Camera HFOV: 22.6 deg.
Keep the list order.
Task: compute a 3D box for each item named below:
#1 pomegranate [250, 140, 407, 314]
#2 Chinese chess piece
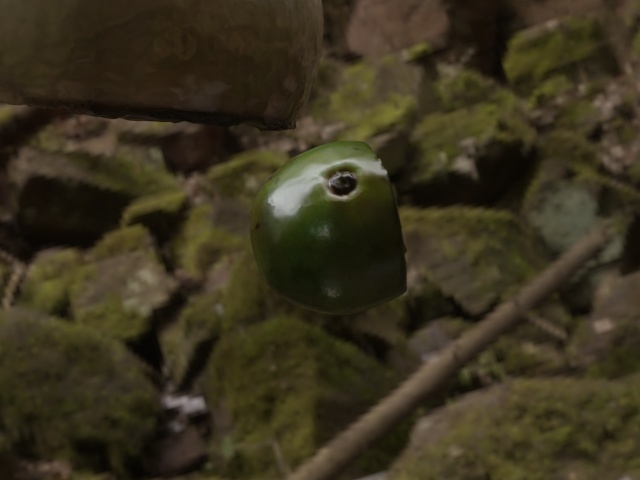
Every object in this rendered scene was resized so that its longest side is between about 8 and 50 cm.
[{"bbox_3d":[-0.002,-0.013,1.812,0.159,0.190,0.241,-14,14,-6],"label":"pomegranate"},{"bbox_3d":[-0.122,-0.117,0.893,0.249,0.103,0.250,4,3,0],"label":"Chinese chess piece"}]
